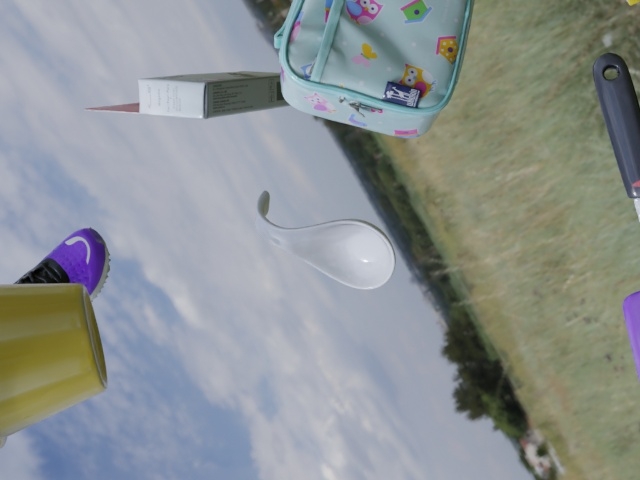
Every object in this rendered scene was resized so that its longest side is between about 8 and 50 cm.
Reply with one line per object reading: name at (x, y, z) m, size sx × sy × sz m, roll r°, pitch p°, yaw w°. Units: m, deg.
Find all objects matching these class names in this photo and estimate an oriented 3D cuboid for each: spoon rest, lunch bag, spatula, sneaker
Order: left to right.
sneaker at (-0.487, 0.099, 1.519) m, size 0.102 × 0.293 × 0.146 m, roll 45°, pitch -165°, yaw 16°
spoon rest at (0.000, 0.000, 1.507) m, size 0.084 × 0.276 × 0.137 m, roll -46°, pitch -29°, yaw -48°
lunch bag at (0.067, -0.273, 1.075) m, size 0.108 × 0.224 × 0.279 m, roll 124°, pitch 161°, yaw -76°
spatula at (0.281, -0.016, 0.746) m, size 0.030 × 0.084 × 0.296 m, roll -24°, pitch -81°, yaw -75°

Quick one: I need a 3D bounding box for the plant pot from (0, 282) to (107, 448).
plant pot at (-0.441, 0.164, 1.258) m, size 0.254 × 0.239 × 0.254 m, roll 167°, pitch 90°, yaw -81°

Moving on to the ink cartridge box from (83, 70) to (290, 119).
ink cartridge box at (-0.202, -0.241, 1.422) m, size 0.275 × 0.239 × 0.060 m, roll -23°, pitch -61°, yaw -58°

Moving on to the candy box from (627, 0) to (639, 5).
candy box at (0.518, -0.523, 1.545) m, size 0.206 × 0.027 × 0.105 m, roll 54°, pitch -158°, yaw -44°
